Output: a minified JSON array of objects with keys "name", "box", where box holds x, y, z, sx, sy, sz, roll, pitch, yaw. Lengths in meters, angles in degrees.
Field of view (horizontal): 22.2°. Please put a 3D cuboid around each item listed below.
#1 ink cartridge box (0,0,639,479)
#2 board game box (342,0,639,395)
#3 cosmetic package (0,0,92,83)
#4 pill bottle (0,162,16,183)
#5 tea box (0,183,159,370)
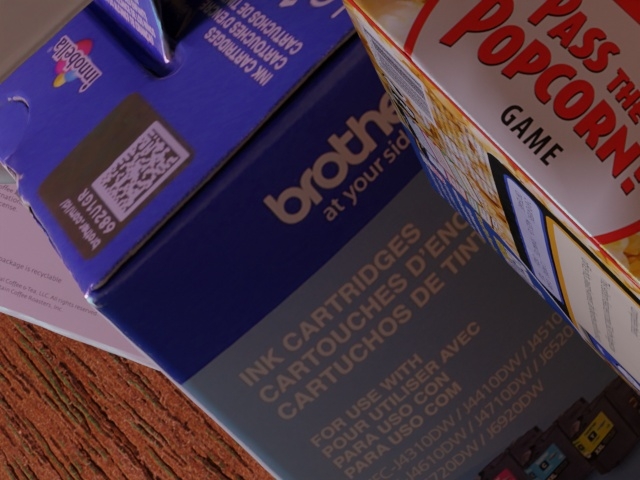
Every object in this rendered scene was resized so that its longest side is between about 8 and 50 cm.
[{"name":"ink cartridge box","box":[0.000,0.000,0.680,0.395,0.151,0.270,46,180,-34]},{"name":"board game box","box":[0.093,0.018,0.360,0.193,0.045,0.147,47,179,18]},{"name":"cosmetic package","box":[-0.199,-0.214,0.395,0.385,0.156,0.217,46,-178,-26]},{"name":"pill bottle","box":[-0.250,-0.205,1.165,0.229,0.229,0.407,47,180,-28]},{"name":"tea box","box":[-0.143,-0.012,1.480,0.329,0.220,0.323,21,-179,0]}]
